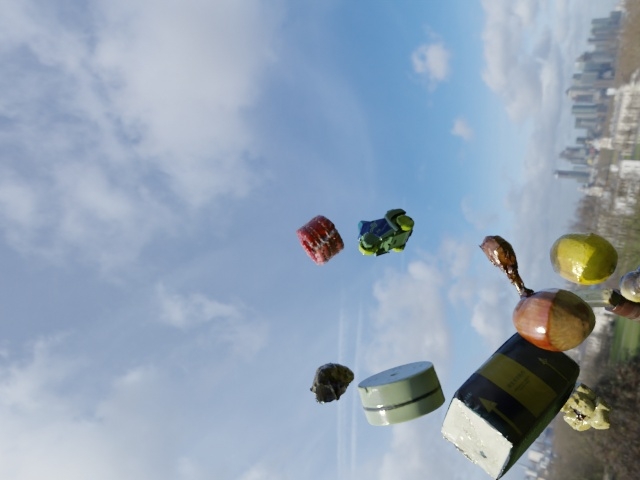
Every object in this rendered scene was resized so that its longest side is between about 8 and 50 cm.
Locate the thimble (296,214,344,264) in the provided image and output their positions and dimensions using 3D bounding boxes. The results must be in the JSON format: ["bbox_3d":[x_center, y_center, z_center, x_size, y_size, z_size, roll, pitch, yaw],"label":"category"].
[{"bbox_3d":[-0.002,-0.001,1.727,0.125,0.163,0.189,-37,-18,-10],"label":"thimble"}]

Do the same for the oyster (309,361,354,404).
[{"bbox_3d":[0.055,0.577,1.876,0.294,0.166,0.093,-53,-13,-77],"label":"oyster"}]

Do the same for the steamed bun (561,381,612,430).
[{"bbox_3d":[0.928,0.604,1.636,0.106,0.192,0.177,-43,-9,-16],"label":"steamed bun"}]

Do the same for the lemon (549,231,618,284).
[{"bbox_3d":[1.124,0.075,1.984,0.234,0.288,0.233,-7,-76,-29],"label":"lemon"}]

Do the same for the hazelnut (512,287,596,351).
[{"bbox_3d":[0.658,0.224,1.320,0.214,0.215,0.176,17,-99,-61],"label":"hazelnut"}]

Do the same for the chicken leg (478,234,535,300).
[{"bbox_3d":[0.667,0.109,1.611,0.304,0.093,0.113,57,-176,-1],"label":"chicken leg"}]

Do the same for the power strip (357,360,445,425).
[{"bbox_3d":[0.341,0.624,1.905,0.358,0.358,0.161,-3,-107,-60],"label":"power strip"}]

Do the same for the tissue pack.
[{"bbox_3d":[0.628,0.538,1.535,0.417,0.253,0.263,-31,-42,-30],"label":"tissue pack"}]

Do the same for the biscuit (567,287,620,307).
[{"bbox_3d":[0.907,0.198,1.555,0.052,0.188,0.056,34,-108,-12],"label":"biscuit"}]

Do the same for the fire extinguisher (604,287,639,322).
[{"bbox_3d":[1.507,0.337,2.175,0.114,0.338,0.135,-77,9,-49],"label":"fire extinguisher"}]

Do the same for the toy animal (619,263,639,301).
[{"bbox_3d":[0.933,0.074,1.254,0.169,0.121,0.233,-12,-40,-38],"label":"toy animal"}]

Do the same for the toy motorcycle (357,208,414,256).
[{"bbox_3d":[0.304,-0.038,2.351,0.327,0.200,0.191,-18,-38,-28],"label":"toy motorcycle"}]
